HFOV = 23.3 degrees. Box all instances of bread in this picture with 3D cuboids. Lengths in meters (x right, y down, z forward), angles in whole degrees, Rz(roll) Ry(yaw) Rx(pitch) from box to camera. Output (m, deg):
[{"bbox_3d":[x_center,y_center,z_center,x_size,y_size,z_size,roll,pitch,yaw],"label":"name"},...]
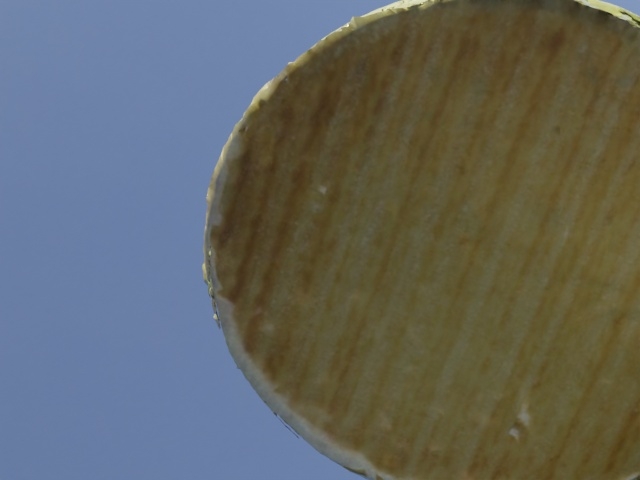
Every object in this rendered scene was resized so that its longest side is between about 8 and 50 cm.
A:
[{"bbox_3d":[0.080,0.009,0.683,0.267,0.267,0.040,45,-158,-16],"label":"bread"}]

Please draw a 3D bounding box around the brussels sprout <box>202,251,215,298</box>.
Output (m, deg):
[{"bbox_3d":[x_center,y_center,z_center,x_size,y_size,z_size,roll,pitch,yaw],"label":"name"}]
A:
[{"bbox_3d":[0.002,0.005,1.044,0.122,0.149,0.151,40,-129,-26],"label":"brussels sprout"}]
